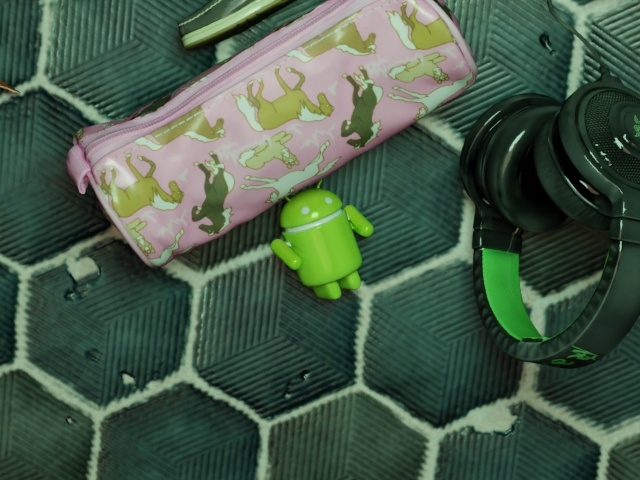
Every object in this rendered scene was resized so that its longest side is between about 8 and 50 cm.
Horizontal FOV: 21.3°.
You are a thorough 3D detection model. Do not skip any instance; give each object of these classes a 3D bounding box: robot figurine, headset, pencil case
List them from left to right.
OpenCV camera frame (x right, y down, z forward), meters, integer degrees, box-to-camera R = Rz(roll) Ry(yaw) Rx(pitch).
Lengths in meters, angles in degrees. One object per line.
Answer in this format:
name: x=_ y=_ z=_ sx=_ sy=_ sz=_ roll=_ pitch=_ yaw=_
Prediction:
pencil case: x=-0.046 y=-0.124 z=1.608 sx=0.386 sy=0.160 sz=0.167 roll=-32 pitch=101 yaw=7
robot figurine: x=0.000 y=0.000 z=1.680 sx=0.101 sy=0.067 sz=0.115 roll=-24 pitch=102 yaw=-23
headset: x=0.259 y=-0.075 z=1.598 sx=0.185 sy=0.243 sz=0.394 roll=9 pitch=84 yaw=-27

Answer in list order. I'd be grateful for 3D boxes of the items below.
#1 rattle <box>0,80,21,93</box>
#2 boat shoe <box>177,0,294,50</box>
rattle: x=-0.377 y=-0.220 z=1.621 sx=0.142 sy=0.130 sz=0.200 roll=-9 pitch=129 yaw=-3
boat shoe: x=-0.045 y=-0.260 z=1.623 sx=0.223 sy=0.080 sz=0.073 roll=-30 pitch=93 yaw=3
